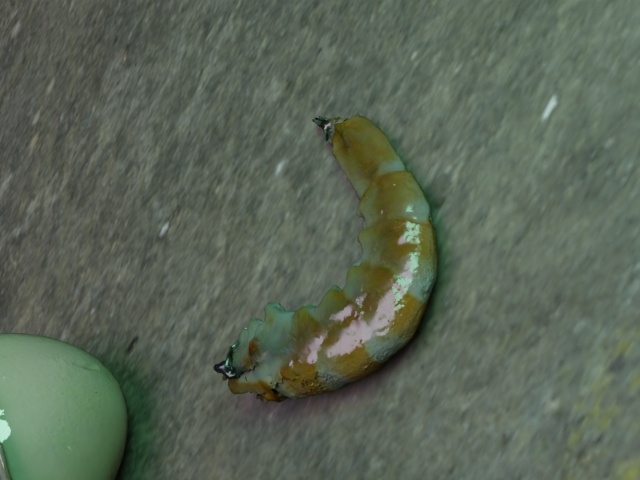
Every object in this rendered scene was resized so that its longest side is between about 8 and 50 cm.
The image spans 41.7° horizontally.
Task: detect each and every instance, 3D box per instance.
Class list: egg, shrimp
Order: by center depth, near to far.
[{"bbox_3d":[0.021,0.018,0.757,0.185,0.068,0.286,9,83,36],"label":"shrimp"},{"bbox_3d":[-0.302,0.227,0.892,0.264,0.174,0.286,51,134,34],"label":"egg"}]
